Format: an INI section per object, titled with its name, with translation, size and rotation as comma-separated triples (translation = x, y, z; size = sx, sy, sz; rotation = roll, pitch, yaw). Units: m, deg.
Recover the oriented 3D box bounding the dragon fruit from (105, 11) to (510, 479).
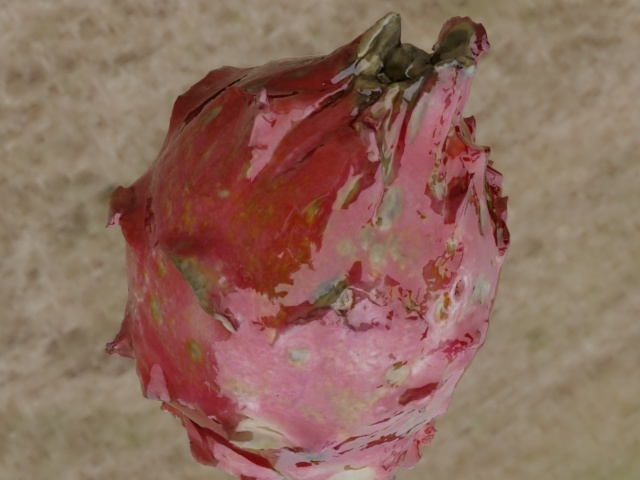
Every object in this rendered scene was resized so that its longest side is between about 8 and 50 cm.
[dragon fruit]
translation = 0.000, 0.000, 0.875
size = 0.210, 0.205, 0.268
rotation = 15, 128, -17
